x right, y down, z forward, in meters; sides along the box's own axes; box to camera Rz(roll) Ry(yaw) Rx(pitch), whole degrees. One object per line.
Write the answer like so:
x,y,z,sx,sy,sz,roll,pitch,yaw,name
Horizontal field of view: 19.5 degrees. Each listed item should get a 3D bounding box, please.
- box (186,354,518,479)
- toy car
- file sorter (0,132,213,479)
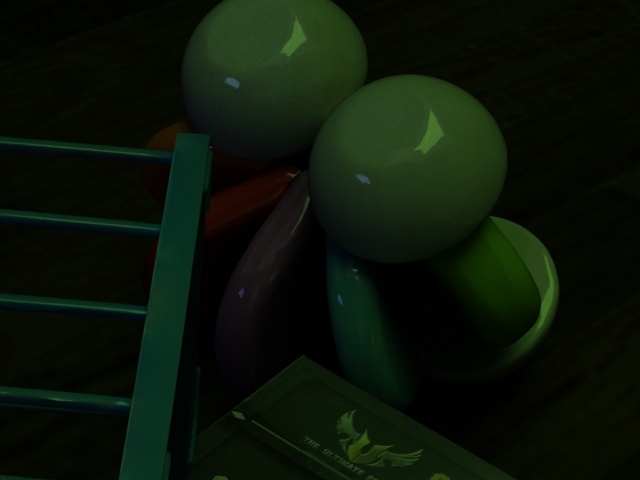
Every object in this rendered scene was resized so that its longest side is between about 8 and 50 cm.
0.029,0.148,0.596,0.231,0.056,0.183,28,39,23,box
0.000,0.000,0.744,0.136,0.159,0.182,-45,57,-11,toy car
-0.091,0.059,0.541,0.104,0.118,0.170,5,36,-1,file sorter
